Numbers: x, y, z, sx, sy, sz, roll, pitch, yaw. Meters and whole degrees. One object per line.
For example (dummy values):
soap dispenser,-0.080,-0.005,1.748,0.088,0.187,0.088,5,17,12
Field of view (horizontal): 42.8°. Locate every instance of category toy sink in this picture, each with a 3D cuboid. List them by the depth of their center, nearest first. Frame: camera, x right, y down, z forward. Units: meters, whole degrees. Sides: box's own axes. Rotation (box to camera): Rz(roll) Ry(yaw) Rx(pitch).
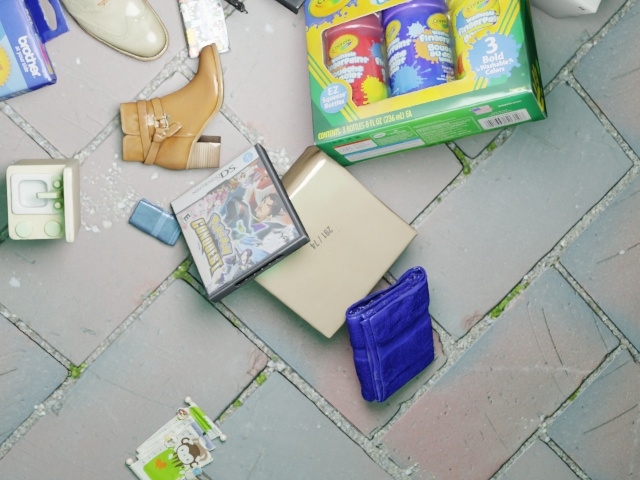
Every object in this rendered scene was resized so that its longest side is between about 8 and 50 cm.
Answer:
toy sink,-0.570,-0.085,1.685,0.131,0.234,0.153,-2,102,-13

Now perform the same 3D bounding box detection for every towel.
towel,-0.369,-0.041,1.845,0.119,0.029,0.067,30,92,-17
towel,0.178,0.231,1.915,0.227,0.076,0.308,-30,134,-20

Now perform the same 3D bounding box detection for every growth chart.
growth chart,-0.342,0.507,1.959,0.237,0.021,0.172,-44,107,-1

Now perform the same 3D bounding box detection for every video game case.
video game case,-0.180,-0.042,1.761,0.248,0.275,0.035,-33,149,10

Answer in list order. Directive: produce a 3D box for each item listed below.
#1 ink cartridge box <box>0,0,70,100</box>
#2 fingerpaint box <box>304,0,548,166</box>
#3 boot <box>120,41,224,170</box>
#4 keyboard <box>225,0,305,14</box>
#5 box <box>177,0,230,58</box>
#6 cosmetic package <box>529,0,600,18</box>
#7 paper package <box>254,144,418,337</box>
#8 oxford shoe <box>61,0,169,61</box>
ink cartridge box,-0.710,-0.404,1.641,0.395,0.151,0.270,-21,104,-10
fingerpaint box,0.201,-0.389,1.661,0.445,0.163,0.371,-10,73,23
boot,-0.322,-0.294,1.776,0.220,0.109,0.283,3,111,-9
keyboard,-0.164,-0.584,1.725,0.317,0.033,0.201,36,90,9
box,-0.256,-0.475,1.791,0.094,0.027,0.137,-13,103,-9
cosmetic package,0.606,-0.707,1.858,0.155,0.197,0.365,26,93,-15
paper package,0.000,0.000,1.866,0.309,0.168,0.325,40,89,-16
oxford shoe,-0.477,-0.516,1.670,0.397,0.146,0.140,39,89,-17
